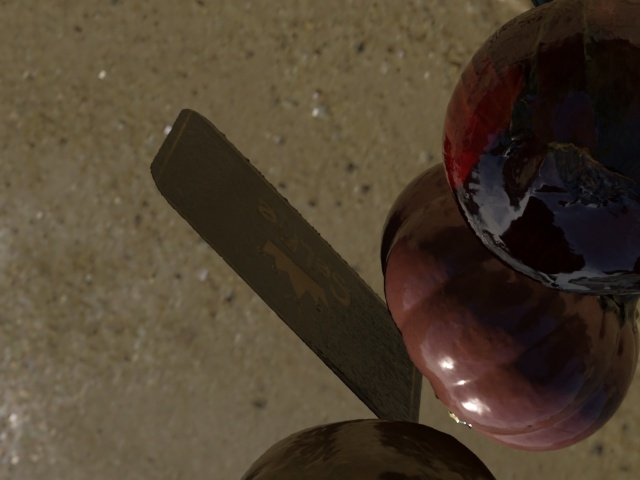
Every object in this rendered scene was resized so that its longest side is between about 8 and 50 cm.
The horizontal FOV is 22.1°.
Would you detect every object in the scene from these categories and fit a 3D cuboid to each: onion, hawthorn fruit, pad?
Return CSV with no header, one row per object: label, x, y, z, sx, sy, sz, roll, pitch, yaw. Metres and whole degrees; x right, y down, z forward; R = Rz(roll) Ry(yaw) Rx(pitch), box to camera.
onion,0.207,-0.060,1.190,0.248,0.161,0.248,11,138,10
hawthorn fruit,0.039,0.269,1.292,0.267,0.301,0.268,2,106,6
pad,0.000,0.000,1.651,0.063,0.315,0.375,-39,104,18

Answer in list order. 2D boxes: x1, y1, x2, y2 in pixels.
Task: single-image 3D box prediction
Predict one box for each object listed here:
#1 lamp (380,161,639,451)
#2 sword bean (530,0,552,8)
lamp,0.198,0.047,1.565,0.239,0.305,0.305,-31,117,16
sword bean,0.232,-0.182,1.526,0.038,0.043,0.269,-18,106,41
